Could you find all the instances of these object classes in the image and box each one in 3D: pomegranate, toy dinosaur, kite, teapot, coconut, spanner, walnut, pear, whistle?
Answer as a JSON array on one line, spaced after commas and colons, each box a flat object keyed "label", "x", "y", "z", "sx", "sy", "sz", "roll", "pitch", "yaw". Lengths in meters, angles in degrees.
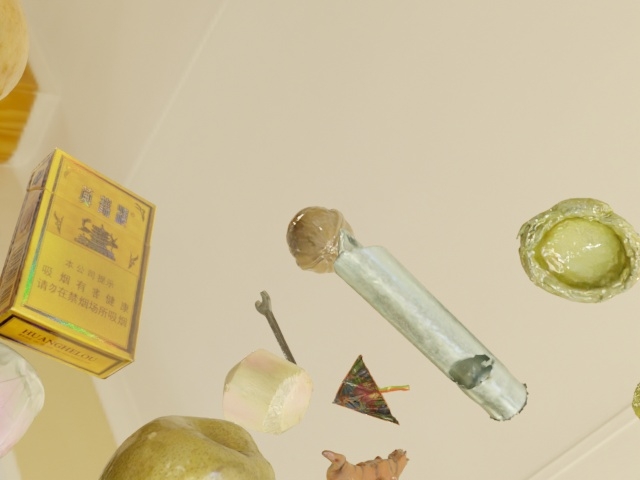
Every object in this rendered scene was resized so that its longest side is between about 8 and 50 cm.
[{"label": "pomegranate", "x": -0.438, "y": -0.236, "z": 0.855, "sx": 0.196, "sy": 0.196, "sz": 0.196, "roll": -1, "pitch": -91, "yaw": 46}, {"label": "toy dinosaur", "x": 0.054, "y": 0.453, "z": 1.286, "sx": 0.097, "sy": 0.432, "sz": 0.208, "roll": 36, "pitch": -85, "yaw": 23}, {"label": "kite", "x": 0.094, "y": 0.294, "z": 1.389, "sx": 0.159, "sy": 0.010, "sz": 0.190, "roll": -21, "pitch": -63, "yaw": 19}, {"label": "teapot", "x": -0.446, "y": 0.208, "z": 0.908, "sx": 0.221, "sy": 0.163, "sz": 0.178, "roll": -54, "pitch": -168, "yaw": 31}, {"label": "coconut", "x": -0.106, "y": 0.276, "z": 1.330, "sx": 0.153, "sy": 0.147, "sz": 0.147, "roll": 18, "pitch": -77, "yaw": 23}, {"label": "spanner", "x": -0.078, "y": 0.224, "z": 1.552, "sx": 0.054, "sy": 0.015, "sz": 0.254, "roll": -43, "pitch": -113, "yaw": 42}, {"label": "walnut", "x": 0.001, "y": -0.001, "z": 1.442, "sx": 0.162, "sy": 0.140, "sz": 0.140, "roll": -101, "pitch": -147, "yaw": -63}, {"label": "pear", "x": -0.163, "y": 0.316, "z": 0.848, "sx": 0.188, "sy": 0.228, "sz": 0.211, "roll": 25, "pitch": -92, "yaw": 26}, {"label": "whistle", "x": 0.127, "y": 0.100, "z": 0.847, "sx": 0.062, "sy": 0.312, "sz": 0.062, "roll": -40, "pitch": -160, "yaw": 18}]

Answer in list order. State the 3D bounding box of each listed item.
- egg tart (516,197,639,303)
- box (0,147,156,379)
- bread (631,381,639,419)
[{"label": "egg tart", "x": 0.416, "y": 0.014, "z": 1.163, "sx": 0.197, "sy": 0.078, "sz": 0.197, "roll": 11, "pitch": -60, "yaw": 19}, {"label": "box", "x": -0.359, "y": 0.031, "z": 1.085, "sx": 0.084, "sy": 0.193, "sz": 0.301, "roll": -31, "pitch": -137, "yaw": 30}, {"label": "bread", "x": 0.571, "y": 0.243, "z": 1.143, "sx": 0.129, "sy": 0.111, "sz": 0.114, "roll": -62, "pitch": 180, "yaw": -20}]
